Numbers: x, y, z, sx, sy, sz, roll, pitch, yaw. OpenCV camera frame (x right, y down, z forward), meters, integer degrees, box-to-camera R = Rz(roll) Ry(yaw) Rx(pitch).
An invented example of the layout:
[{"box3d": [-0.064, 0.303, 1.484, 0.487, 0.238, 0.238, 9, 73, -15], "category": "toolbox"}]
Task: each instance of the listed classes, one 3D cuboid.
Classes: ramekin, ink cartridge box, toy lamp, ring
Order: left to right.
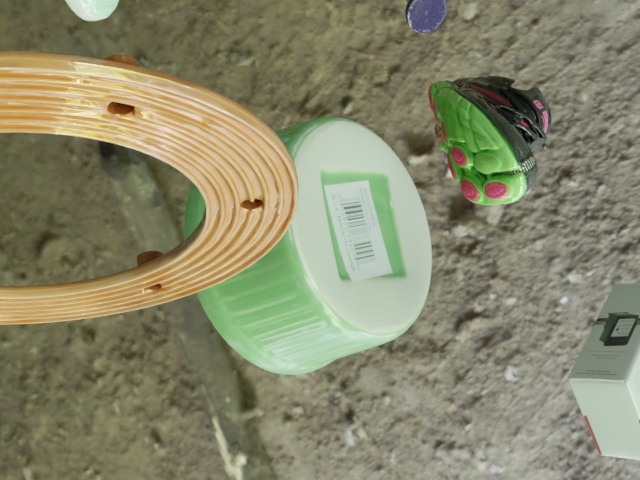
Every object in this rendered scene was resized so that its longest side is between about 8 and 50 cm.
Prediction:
[{"box3d": [-0.181, -0.020, 0.570, 0.337, 0.337, 0.032, -34, 56, 45], "category": "ring"}, {"box3d": [0.000, 0.000, 1.119, 0.148, 0.303, 0.303, -17, 91, 40], "category": "ramekin"}, {"box3d": [0.125, -0.438, 1.575, 0.274, 0.080, 0.080, -122, 40, -48], "category": "toy lamp"}, {"box3d": [0.318, 0.129, 0.946, 0.063, 0.150, 0.109, -4, 123, 41], "category": "ink cartridge box"}]

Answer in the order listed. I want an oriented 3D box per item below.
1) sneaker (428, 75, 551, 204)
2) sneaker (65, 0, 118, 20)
[{"box3d": [0.307, -0.205, 1.624, 0.202, 0.483, 0.185, -13, 113, 5], "category": "sneaker"}, {"box3d": [-0.190, -0.334, 0.937, 0.151, 0.094, 0.255, 16, 122, 16], "category": "sneaker"}]
